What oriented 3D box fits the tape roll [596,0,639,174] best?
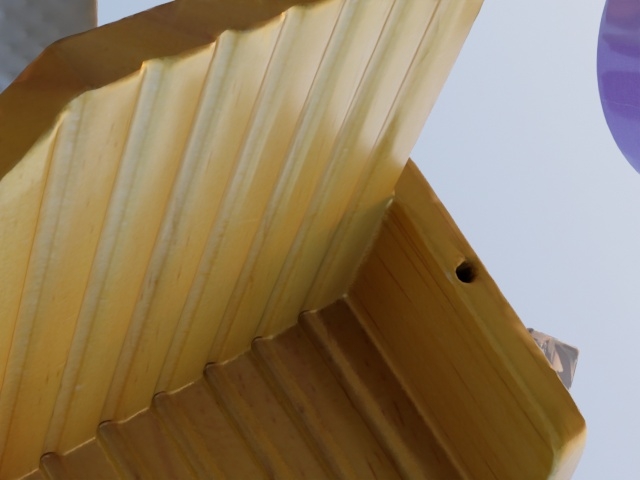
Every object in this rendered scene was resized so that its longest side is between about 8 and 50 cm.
[{"bbox_3d":[0.374,-0.162,1.281,0.275,0.090,0.274,-6,-76,-26],"label":"tape roll"}]

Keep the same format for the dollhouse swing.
[{"bbox_3d":[-0.003,0.079,0.708,0.347,0.305,0.315,-27,-101,-37],"label":"dollhouse swing"}]

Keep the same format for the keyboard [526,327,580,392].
[{"bbox_3d":[0.139,0.193,1.072,0.072,0.014,0.256,25,-102,-52],"label":"keyboard"}]

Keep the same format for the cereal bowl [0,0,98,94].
[{"bbox_3d":[-0.212,-0.215,0.789,0.141,0.339,0.339,-6,-119,-14],"label":"cereal bowl"}]
